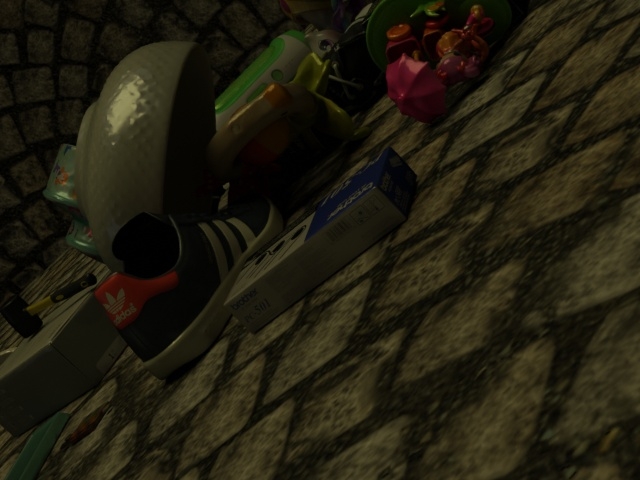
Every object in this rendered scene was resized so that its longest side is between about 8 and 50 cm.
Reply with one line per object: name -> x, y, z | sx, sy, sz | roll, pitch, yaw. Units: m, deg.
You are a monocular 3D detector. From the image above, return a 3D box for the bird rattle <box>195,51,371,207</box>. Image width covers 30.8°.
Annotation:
bird rattle -> -0.079, -0.138, 1.501 | 0.253, 0.143, 0.207 | -32, -12, 17

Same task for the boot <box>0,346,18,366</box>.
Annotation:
boot -> -0.586, 0.241, 2.129 | 0.190, 0.069, 0.086 | -40, 16, 24

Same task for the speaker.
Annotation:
speaker -> -0.117, -0.261, 2.183 | 0.296, 0.131, 0.131 | -49, 13, -22

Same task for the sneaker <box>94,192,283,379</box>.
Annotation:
sneaker -> -0.153, 0.007, 1.359 | 0.131, 0.148, 0.350 | -38, 14, 26

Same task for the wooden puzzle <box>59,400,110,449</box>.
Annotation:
wooden puzzle -> -0.276, 0.218, 1.377 | 0.083, 0.006, 0.049 | -36, 14, 32

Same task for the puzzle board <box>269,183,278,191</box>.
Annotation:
puzzle board -> -0.106, -0.062, 1.753 | 0.128, 0.011, 0.096 | -42, 13, 7

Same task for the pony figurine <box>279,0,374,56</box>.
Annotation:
pony figurine -> 0.028, -0.438, 1.954 | 0.351, 0.363, 0.303 | -33, -3, -32

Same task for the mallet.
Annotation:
mallet -> -0.377, 0.092, 1.651 | 0.189, 0.062, 0.039 | -17, 26, 33

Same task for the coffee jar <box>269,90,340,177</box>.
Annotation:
coffee jar -> -0.054, -0.149, 1.636 | 0.184, 0.096, 0.079 | -27, 21, 24

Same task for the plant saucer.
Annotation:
plant saucer -> -0.362, 0.276, 1.437 | 0.067, 0.018, 0.192 | -40, 14, 18

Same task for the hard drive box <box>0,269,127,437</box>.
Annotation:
hard drive box -> -0.367, 0.159, 1.666 | 0.232, 0.089, 0.181 | -33, 16, 41

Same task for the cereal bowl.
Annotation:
cereal bowl -> -0.237, -0.099, 1.550 | 0.339, 0.141, 0.339 | 5, -90, -84

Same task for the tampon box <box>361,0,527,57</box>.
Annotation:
tampon box -> 0.153, -0.283, 1.411 | 0.161, 0.120, 0.101 | -37, 15, 29

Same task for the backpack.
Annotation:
backpack -> -0.307, -0.054, 1.814 | 0.191, 0.253, 0.225 | -65, 15, -2

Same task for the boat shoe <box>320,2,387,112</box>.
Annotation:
boat shoe -> 0.042, -0.240, 1.658 | 0.102, 0.108, 0.301 | -50, 11, -26

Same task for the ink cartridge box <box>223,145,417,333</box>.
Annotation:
ink cartridge box -> 0.000, 0.000, 1.136 | 0.207, 0.046, 0.097 | -37, 15, 26

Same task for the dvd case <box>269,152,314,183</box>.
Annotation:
dvd case -> -0.037, -0.128, 1.713 | 0.119, 0.013, 0.087 | -48, 25, -22

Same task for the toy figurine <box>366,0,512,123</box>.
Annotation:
toy figurine -> 0.134, -0.198, 1.297 | 0.173, 0.130, 0.159 | -14, 36, 14
